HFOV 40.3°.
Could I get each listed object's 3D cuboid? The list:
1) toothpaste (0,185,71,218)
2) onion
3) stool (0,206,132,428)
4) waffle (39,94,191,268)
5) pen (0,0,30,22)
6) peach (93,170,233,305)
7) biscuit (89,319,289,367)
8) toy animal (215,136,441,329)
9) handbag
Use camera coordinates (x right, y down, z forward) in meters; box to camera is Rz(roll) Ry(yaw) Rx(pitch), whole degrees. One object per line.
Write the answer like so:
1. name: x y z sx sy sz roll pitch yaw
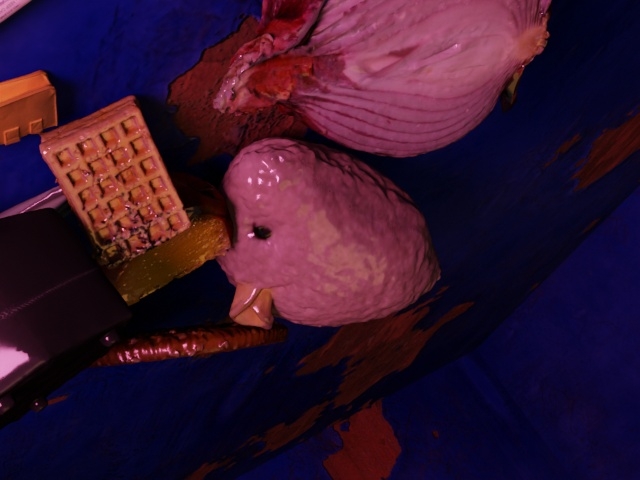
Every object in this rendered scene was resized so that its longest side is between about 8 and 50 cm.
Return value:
1. toothpaste: -0.343 0.020 0.837 0.268 0.047 0.069 -34 150 -10
2. onion: 0.037 -0.204 0.763 0.349 0.159 0.267 -12 139 -33
3. stool: -0.287 0.086 0.757 0.232 0.141 0.232 -39 176 -3
4. waffle: -0.190 -0.052 0.816 0.102 0.042 0.148 -29 128 -16
5. pen: -0.238 -0.160 0.614 0.204 0.025 0.025 -36 160 1
6. peach: -0.181 -0.006 0.954 0.172 0.092 0.127 -41 149 10
7. biscuit: -0.192 0.131 1.145 0.305 0.038 0.305 -6 176 0
8. toy animal: 0.005 0.003 1.096 0.358 0.188 0.226 28 119 -32
9. handbag: -0.257 -0.102 0.712 0.083 0.027 0.061 -26 157 -27
